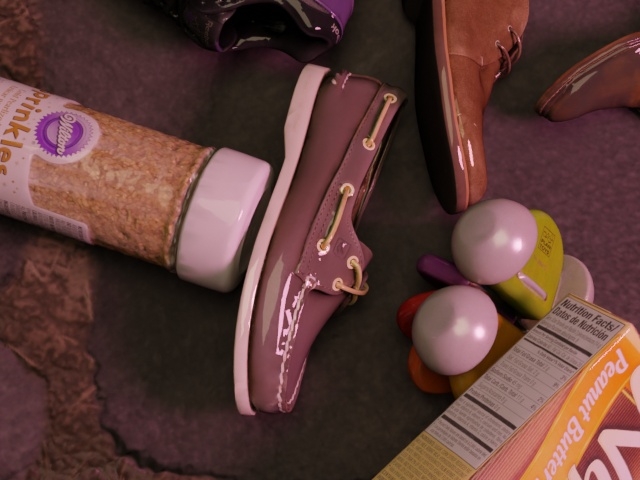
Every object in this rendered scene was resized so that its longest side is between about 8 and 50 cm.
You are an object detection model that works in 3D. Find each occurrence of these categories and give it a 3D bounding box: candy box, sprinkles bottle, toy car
[{"bbox_3d":[0.148,0.216,1.077,0.316,0.087,0.183,-42,121,-11],"label":"candy box"},{"bbox_3d":[-0.223,-0.063,1.201,0.355,0.121,0.121,18,74,7],"label":"sprinkles bottle"},{"bbox_3d":[0.134,0.053,1.162,0.136,0.159,0.182,13,73,45],"label":"toy car"}]

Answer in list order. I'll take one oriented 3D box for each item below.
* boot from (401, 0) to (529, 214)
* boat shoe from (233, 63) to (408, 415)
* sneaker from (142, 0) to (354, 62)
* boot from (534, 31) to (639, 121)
[{"bbox_3d":[0.140,-0.170,1.241,0.115,0.112,0.305,1,71,-10],"label":"boot"},{"bbox_3d":[0.000,0.000,1.183,0.096,0.116,0.324,10,68,7],"label":"boat shoe"},{"bbox_3d":[-0.111,-0.238,1.241,0.283,0.107,0.124,11,53,5],"label":"sneaker"},{"bbox_3d":[0.309,-0.132,1.233,0.219,0.082,0.106,-25,72,-8],"label":"boot"}]
